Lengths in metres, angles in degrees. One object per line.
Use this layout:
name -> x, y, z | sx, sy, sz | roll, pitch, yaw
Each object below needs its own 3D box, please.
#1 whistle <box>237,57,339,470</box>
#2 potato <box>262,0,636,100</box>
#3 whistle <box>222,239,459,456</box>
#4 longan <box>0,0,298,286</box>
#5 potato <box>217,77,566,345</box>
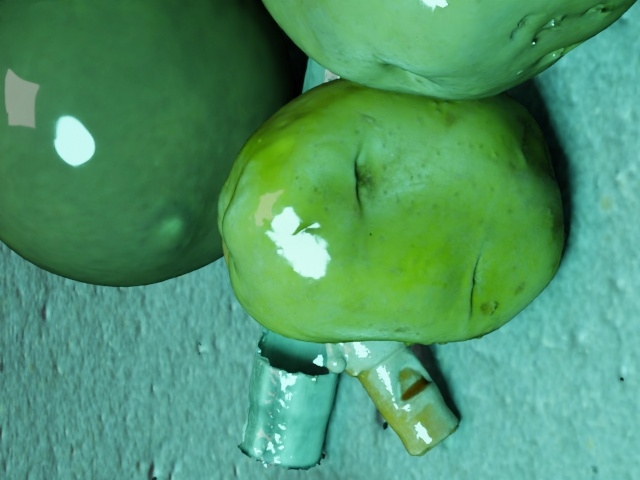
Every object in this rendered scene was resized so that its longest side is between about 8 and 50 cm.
whistle -> 0.000, 0.000, 1.321 | 0.062, 0.062, 0.312 | 29, 114, 51
potato -> 0.059, -0.212, 1.094 | 0.326, 0.221, 0.243 | 51, 134, 44
whistle -> 0.013, 0.037, 1.244 | 0.220, 0.107, 0.057 | 55, 146, 0
longan -> -0.135, -0.087, 1.343 | 0.258, 0.258, 0.258 | 1, 91, 55
potato -> 0.040, -0.018, 1.156 | 0.137, 0.200, 0.154 | 97, 165, -57
